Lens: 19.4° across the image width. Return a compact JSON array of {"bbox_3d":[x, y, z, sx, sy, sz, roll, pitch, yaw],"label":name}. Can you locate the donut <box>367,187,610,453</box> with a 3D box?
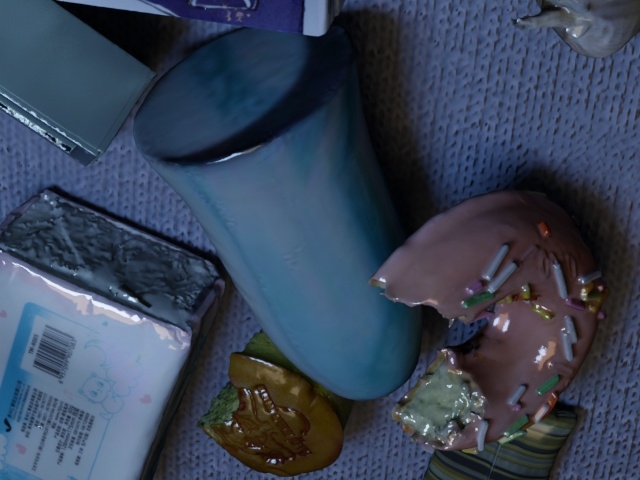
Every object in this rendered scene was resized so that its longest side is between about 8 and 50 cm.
[{"bbox_3d":[0.145,0.065,1.499,0.199,0.085,0.233,-28,132,-17],"label":"donut"}]

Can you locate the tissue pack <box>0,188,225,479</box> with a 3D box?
[{"bbox_3d":[-0.218,0.112,1.672,0.201,0.124,0.271,22,128,0],"label":"tissue pack"}]

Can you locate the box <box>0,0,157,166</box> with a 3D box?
[{"bbox_3d":[-0.251,-0.155,1.478,0.225,0.129,0.086,34,82,-8],"label":"box"}]

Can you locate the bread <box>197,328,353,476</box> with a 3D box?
[{"bbox_3d":[-0.032,0.146,1.653,0.125,0.086,0.156,27,139,-1],"label":"bread"}]

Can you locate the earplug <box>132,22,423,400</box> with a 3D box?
[{"bbox_3d":[0.000,0.000,1.513,0.185,0.185,0.324,-11,127,23],"label":"earplug"}]

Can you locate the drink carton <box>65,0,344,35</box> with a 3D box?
[{"bbox_3d":[-0.089,-0.246,1.401,0.222,0.102,0.134,9,128,12],"label":"drink carton"}]

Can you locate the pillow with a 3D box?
[{"bbox_3d":[0.149,0.214,1.688,0.113,0.038,0.203,18,128,3],"label":"pillow"}]

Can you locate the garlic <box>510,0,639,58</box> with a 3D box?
[{"bbox_3d":[0.158,-0.234,1.296,0.143,0.178,0.229,-41,111,16],"label":"garlic"}]
